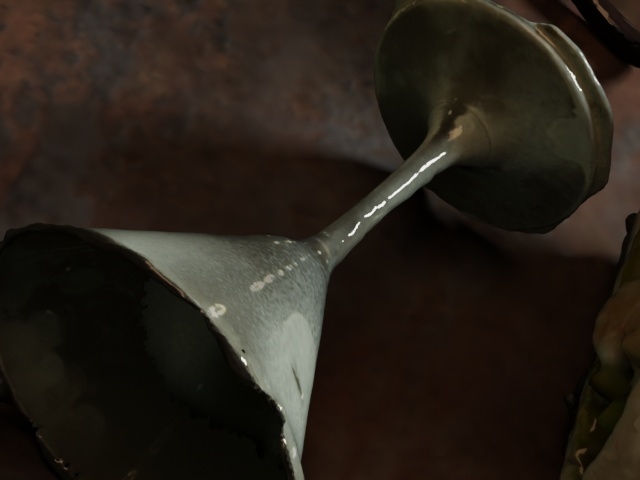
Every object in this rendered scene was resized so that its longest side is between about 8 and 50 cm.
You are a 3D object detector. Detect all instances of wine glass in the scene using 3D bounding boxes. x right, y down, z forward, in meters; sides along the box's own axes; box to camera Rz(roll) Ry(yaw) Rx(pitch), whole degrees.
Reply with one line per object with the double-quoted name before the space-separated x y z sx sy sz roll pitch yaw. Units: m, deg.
"wine glass" 0.000 0.000 0.569 0.122 0.122 0.183 38 51 13

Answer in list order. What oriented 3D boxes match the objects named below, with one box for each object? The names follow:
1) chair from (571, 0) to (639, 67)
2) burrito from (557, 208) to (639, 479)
"chair" 0.094 -0.183 0.732 0.113 0.106 0.229 -36 72 -31
"burrito" 0.246 0.062 0.582 0.331 0.135 0.190 21 45 -4
